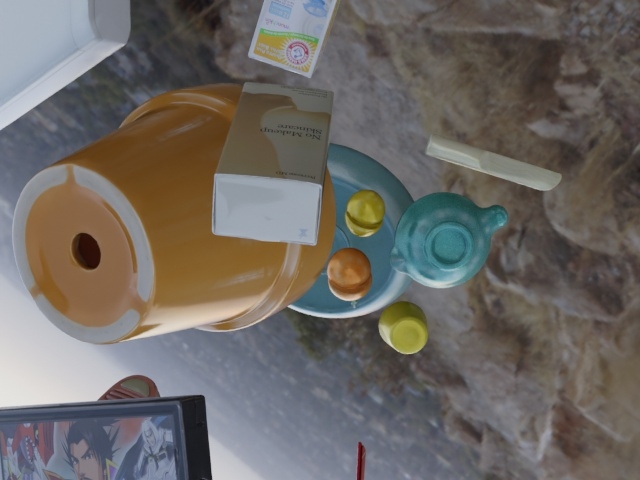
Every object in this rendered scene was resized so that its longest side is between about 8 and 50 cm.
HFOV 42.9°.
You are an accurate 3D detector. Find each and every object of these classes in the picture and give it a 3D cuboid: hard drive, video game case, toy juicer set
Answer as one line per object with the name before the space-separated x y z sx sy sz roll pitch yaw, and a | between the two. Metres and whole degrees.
hard drive | -0.268 -0.226 0.745 0.040 0.203 0.307 5 168 -43
video game case | -0.195 0.263 0.693 0.275 0.248 0.035 -11 172 35
toy juicer set | 0.142 -0.022 1.116 0.209 0.329 0.089 37 -174 -7

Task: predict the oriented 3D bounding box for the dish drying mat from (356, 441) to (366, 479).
dish drying mat | 0.057 0.327 1.141 0.008 0.083 0.032 -6 138 12

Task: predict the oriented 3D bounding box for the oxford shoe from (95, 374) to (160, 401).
oxford shoe | -0.366 0.424 1.387 0.140 0.397 0.146 17 165 32

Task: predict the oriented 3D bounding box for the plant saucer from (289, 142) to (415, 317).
plant saucer | 0.000 0.000 1.258 0.318 0.043 0.317 8 124 12

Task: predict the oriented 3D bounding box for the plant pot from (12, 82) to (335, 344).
plant pot | -0.119 -0.011 0.627 0.205 0.205 0.188 35 -153 15

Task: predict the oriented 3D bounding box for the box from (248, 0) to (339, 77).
box | -0.031 -0.384 1.330 0.114 0.203 0.103 20 -158 -1

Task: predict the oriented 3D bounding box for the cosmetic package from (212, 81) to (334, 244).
cosmetic package | -0.025 -0.048 0.476 0.060 0.115 0.041 5 125 -1
